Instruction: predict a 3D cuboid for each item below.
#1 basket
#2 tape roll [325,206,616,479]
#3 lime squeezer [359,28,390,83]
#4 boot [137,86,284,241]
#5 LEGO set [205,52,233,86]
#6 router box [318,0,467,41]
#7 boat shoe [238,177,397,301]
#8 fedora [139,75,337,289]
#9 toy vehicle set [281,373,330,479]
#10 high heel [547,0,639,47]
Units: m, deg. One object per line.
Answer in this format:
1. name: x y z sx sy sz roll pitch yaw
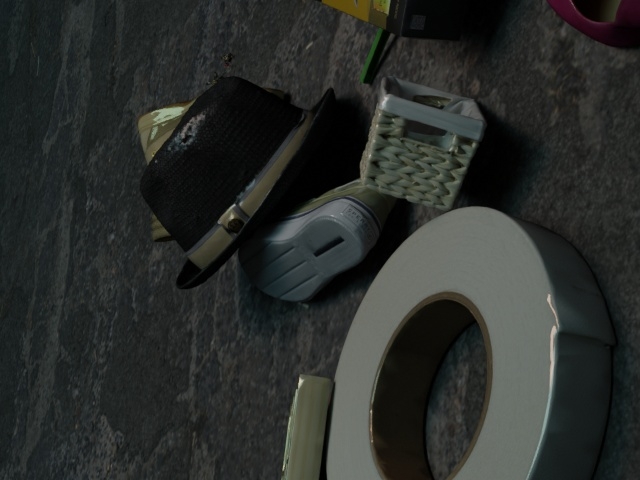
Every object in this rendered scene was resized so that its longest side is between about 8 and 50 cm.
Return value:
1. basket: 0.105 -0.105 1.509 0.167 0.113 0.103 -79 5 -76
2. tape roll: 0.134 0.159 1.404 0.392 0.072 0.392 -39 42 48
3. lime squeezer: 0.131 -0.302 1.703 0.310 0.059 0.110 -33 80 50
4. boot: -0.153 -0.107 2.048 0.262 0.095 0.203 -12 78 33
5. LEGO set: -0.154 -0.252 2.217 0.083 0.023 0.054 -59 30 -2
6. router box: 0.093 -0.400 1.601 0.243 0.081 0.309 37 122 59
7. boat shoe: 0.000 0.000 1.732 0.094 0.109 0.302 -44 12 -29
8. fedora: -0.127 -0.100 1.830 0.334 0.152 0.334 -50 9 11
9. toy vehicle set: -0.027 0.296 1.585 0.166 0.035 0.267 104 174 -72
10. high heel: 0.266 -0.250 1.265 0.377 0.181 0.127 22 94 62
